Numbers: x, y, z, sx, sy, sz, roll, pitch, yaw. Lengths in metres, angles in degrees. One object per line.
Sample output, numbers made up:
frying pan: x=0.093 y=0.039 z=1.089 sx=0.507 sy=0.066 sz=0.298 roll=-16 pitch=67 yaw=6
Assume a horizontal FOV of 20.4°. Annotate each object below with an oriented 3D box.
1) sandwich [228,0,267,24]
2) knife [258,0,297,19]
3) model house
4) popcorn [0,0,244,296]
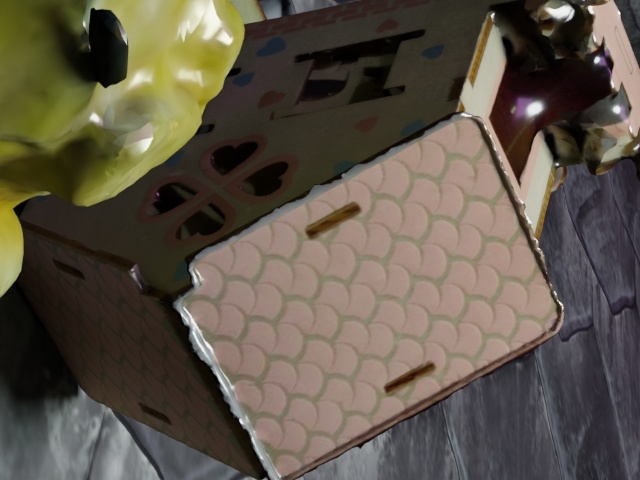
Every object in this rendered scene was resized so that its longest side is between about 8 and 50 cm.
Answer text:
sandwich: x=-0.060 y=-0.059 z=1.078 sx=0.094 sy=0.096 sz=0.258 roll=-67 pitch=142 yaw=-49
knife: x=0.004 y=-0.063 z=1.336 sx=0.073 sy=0.040 sz=0.266 roll=-83 pitch=154 yaw=-65
model house: x=0.000 y=0.000 z=0.879 sx=0.244 sy=0.326 sz=0.169 roll=-67 pitch=142 yaw=-50
popcorn: x=-0.164 y=-0.112 z=0.632 sx=0.286 sy=0.215 sz=0.252 roll=28 pitch=77 yaw=-22
